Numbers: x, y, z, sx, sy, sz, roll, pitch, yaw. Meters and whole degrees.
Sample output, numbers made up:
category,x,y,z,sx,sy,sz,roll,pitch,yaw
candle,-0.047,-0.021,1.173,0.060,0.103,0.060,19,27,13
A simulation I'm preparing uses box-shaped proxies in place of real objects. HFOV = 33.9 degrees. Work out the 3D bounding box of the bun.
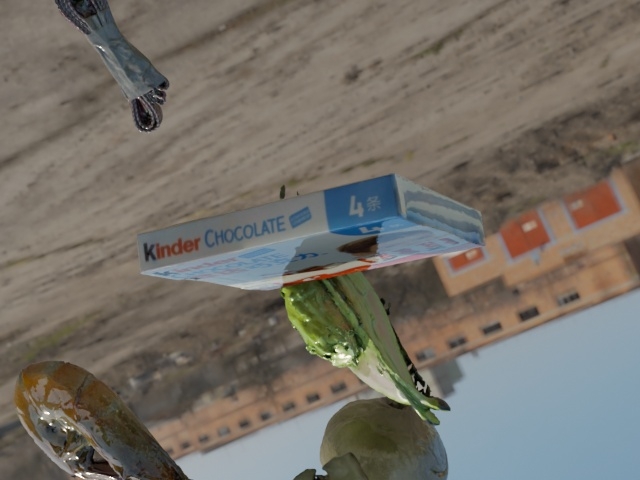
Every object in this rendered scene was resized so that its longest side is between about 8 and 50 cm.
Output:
category,x,y,z,sx,sy,sz,roll,pitch,yaw
bun,0.087,0.259,1.339,0.166,0.113,0.173,13,-172,5

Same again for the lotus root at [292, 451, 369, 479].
category,x,y,z,sx,sy,sz,roll,pitch,yaw
lotus root,-0.017,0.337,1.086,0.235,0.138,0.119,-36,154,-29

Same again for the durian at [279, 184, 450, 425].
category,x,y,z,sx,sy,sz,roll,pitch,yaw
durian,0.019,0.080,1.263,0.106,0.375,0.132,-47,153,21

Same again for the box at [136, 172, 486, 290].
category,x,y,z,sx,sy,sz,roll,pitch,yaw
box,0.000,0.000,1.060,0.273,0.048,0.265,-12,169,25

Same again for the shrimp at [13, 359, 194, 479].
category,x,y,z,sx,sy,sz,roll,pitch,yaw
shrimp,-0.255,0.256,1.253,0.152,0.287,0.063,-50,177,31

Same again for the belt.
category,x,y,z,sx,sy,sz,roll,pitch,yaw
belt,-0.272,-0.253,1.402,0.071,0.232,0.053,-33,-157,-3
